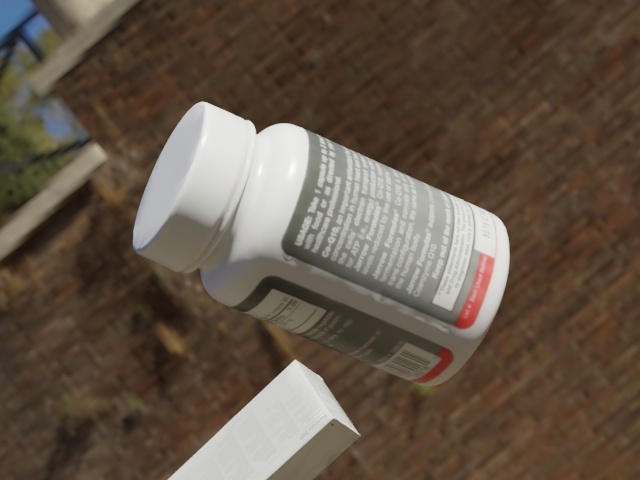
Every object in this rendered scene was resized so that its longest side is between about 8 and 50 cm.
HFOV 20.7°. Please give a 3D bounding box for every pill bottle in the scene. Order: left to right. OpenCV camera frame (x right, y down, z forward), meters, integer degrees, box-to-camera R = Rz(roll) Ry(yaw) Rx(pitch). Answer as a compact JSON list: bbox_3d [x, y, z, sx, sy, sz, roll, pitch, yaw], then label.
[{"bbox_3d":[0.000,0.000,1.458,0.161,0.283,0.161,-55,21,33],"label":"pill bottle"}]

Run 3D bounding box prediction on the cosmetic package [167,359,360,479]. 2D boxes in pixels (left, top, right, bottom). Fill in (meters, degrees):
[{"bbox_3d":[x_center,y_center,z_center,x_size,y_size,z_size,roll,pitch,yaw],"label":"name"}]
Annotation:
[{"bbox_3d":[-0.076,0.248,1.862,0.239,0.099,0.060,-43,-46,8],"label":"cosmetic package"}]
